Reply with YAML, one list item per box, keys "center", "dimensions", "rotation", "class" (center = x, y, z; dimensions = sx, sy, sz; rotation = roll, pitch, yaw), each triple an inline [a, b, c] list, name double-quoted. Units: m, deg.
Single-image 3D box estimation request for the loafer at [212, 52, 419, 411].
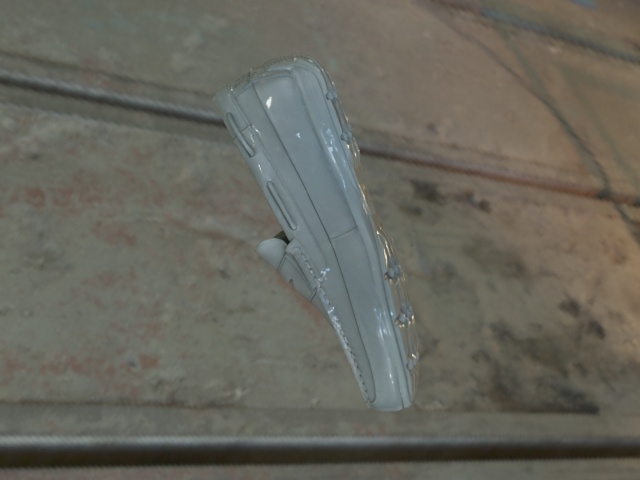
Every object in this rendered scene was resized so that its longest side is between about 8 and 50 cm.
- center: [0.000, 0.000, 0.944]
  dimensions: [0.112, 0.111, 0.320]
  rotation: [-8, 78, -78]
  class: "loafer"
